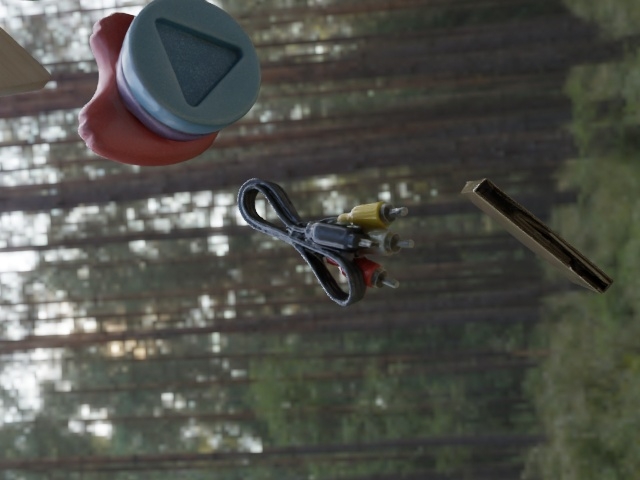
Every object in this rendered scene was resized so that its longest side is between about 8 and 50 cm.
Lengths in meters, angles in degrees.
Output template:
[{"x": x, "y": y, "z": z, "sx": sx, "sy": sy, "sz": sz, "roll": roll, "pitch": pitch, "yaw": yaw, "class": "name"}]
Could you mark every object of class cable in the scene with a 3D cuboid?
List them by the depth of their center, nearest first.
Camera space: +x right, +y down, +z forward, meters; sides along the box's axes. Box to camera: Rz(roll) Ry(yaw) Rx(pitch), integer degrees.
[{"x": 0.000, "y": 0.000, "z": 1.852, "sx": 0.072, "sy": 0.287, "sz": 0.139, "roll": 1, "pitch": -80, "yaw": -42, "class": "cable"}]

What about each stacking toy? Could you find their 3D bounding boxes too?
[{"x": -0.183, "y": -0.237, "z": 1.270, "sx": 0.130, "sy": 0.279, "sz": 0.309, "roll": -35, "pitch": 55, "yaw": 53, "class": "stacking toy"}]

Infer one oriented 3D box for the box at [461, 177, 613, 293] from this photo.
[{"x": 0.220, "y": -0.007, "z": 1.467, "sx": 0.021, "sy": 0.164, "sz": 0.201, "roll": -51, "pitch": -1, "yaw": 3, "class": "box"}]
